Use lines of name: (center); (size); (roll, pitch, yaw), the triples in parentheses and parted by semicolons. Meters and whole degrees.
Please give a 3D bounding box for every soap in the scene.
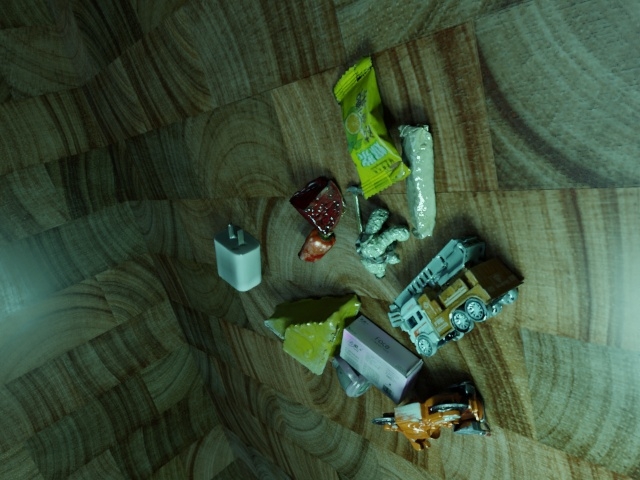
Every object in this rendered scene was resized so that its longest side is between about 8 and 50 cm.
soap: (-0.045, 0.247, 1.537); (0.304, 0.169, 0.339); (34, 137, 17)

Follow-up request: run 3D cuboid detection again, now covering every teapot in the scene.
teapot: (0.095, 0.449, 1.530); (0.146, 0.148, 0.116); (47, 113, 34)

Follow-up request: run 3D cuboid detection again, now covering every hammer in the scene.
hammer: (0.105, -0.070, 1.266); (0.062, 0.017, 0.182); (18, 127, 44)

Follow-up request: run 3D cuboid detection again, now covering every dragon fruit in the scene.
dragon fruit: (-0.006, -0.104, 1.327); (0.127, 0.120, 0.161); (53, 168, -29)

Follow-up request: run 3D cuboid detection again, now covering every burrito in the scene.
burrito: (0.228, -0.132, 1.040); (0.082, 0.059, 0.276); (24, 130, 55)

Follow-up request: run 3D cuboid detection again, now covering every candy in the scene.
candy: (0.107, -0.261, 1.065); (0.187, 0.081, 0.298); (-24, 85, 62)

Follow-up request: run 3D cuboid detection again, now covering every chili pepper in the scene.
chili pepper: (0.000, 0.000, 1.384); (0.084, 0.086, 0.192); (32, 130, -5)

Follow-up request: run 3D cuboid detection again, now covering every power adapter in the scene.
power adapter: (-0.327, 0.047, 1.780); (0.187, 0.124, 0.255); (30, 134, 33)

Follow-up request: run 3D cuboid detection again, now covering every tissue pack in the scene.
tissue pack: (0.184, 0.366, 1.398); (0.246, 0.092, 0.149); (36, 139, 31)

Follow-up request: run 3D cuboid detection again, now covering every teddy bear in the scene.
teddy bear: (0.149, 0.028, 1.200); (0.133, 0.111, 0.213); (42, 139, 30)

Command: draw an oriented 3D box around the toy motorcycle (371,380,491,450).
toy motorcycle: (0.318, 0.498, 1.264); (0.325, 0.221, 0.148); (-31, 47, 40)

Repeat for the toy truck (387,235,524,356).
toy truck: (0.299, 0.144, 1.084); (0.185, 0.132, 0.338); (58, 143, 21)
